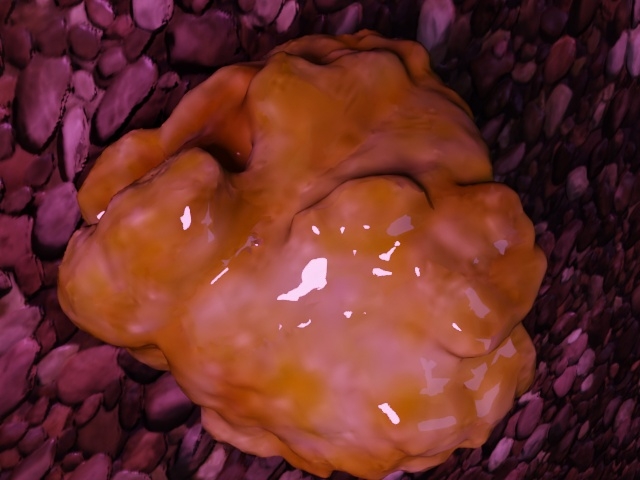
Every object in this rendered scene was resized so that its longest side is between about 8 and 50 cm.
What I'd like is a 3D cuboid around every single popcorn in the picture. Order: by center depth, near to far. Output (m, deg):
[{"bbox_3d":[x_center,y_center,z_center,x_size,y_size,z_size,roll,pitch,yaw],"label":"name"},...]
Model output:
[{"bbox_3d":[0.000,0.000,0.770,0.235,0.242,0.250,-41,-169,22],"label":"popcorn"}]
